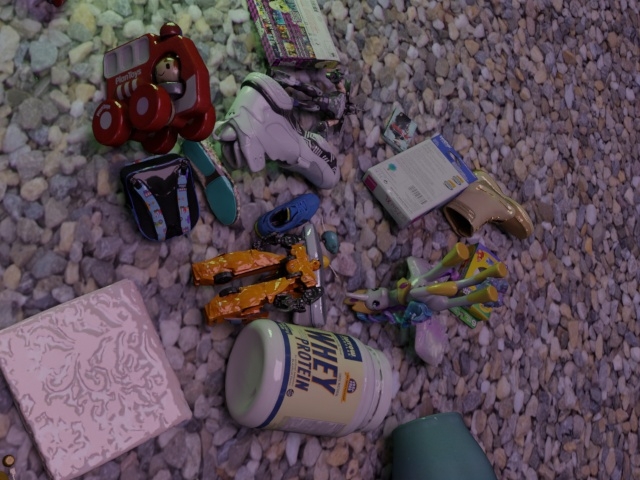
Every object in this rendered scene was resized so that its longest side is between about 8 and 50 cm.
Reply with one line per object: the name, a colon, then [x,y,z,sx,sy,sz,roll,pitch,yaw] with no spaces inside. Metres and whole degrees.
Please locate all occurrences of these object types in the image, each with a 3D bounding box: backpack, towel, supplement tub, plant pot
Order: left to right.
towel: [-0.461,0.280,1.502,0.317,0.053,0.332,-23,88,-34]
backpack: [-0.353,-0.094,1.638,0.158,0.117,0.173,-21,115,-21]
supplement tub: [-0.025,0.315,1.655,0.325,0.235,0.235,14,69,-28]
plant pot: [0.291,0.564,1.784,0.271,0.271,0.255,3,59,-32]

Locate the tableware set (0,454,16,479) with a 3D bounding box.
tableware set: [-0.644,0.433,1.361,0.154,0.024,0.104,-7,77,-32]

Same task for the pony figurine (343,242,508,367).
pony figurine: [0.286,0.140,1.879,0.351,0.363,0.303,21,57,-43]

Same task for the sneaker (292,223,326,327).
sneaker: [-0.041,0.085,1.795,0.091,0.094,0.258,-5,75,9]

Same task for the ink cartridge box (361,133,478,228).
ink cartridge box: [0.285,-0.172,2.075,0.311,0.065,0.186,-30,75,-33]

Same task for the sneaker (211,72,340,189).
sneaker: [-0.112,-0.213,1.810,0.210,0.137,0.366,-53,124,-20]

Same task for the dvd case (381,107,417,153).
dvd case: [0.230,-0.317,2.138,0.087,0.013,0.119,37,61,-18]

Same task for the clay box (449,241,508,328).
clay box: [0.452,0.131,2.122,0.127,0.053,0.222,38,59,-17]

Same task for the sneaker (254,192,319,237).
sneaker: [-0.067,-0.067,1.837,0.209,0.082,0.069,-30,91,-36]

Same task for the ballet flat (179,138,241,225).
ballet flat: [-0.247,-0.153,1.752,0.241,0.091,0.077,64,22,-6]

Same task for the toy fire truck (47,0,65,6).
toy fire truck: [-0.624,-0.639,1.671,0.192,0.047,0.135,43,57,-16]

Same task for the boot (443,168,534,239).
boot: [0.497,-0.061,2.177,0.262,0.095,0.203,47,56,-5]

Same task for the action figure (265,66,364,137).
action figure: [-0.013,-0.369,1.941,0.285,0.099,0.185,10,88,-22]

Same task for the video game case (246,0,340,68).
video game case: [-0.074,-0.567,1.976,0.210,0.042,0.232,-7,68,-35]

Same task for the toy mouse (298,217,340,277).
toy mouse: [0.000,0.000,1.888,0.161,0.031,0.143,24,64,-24]

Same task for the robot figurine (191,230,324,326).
robot figurine: [-0.137,0.091,1.689,0.291,0.085,0.211,-12,66,-20]

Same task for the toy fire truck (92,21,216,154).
toy fire truck: [-0.365,-0.335,1.602,0.169,0.302,0.254,4,78,-53]
